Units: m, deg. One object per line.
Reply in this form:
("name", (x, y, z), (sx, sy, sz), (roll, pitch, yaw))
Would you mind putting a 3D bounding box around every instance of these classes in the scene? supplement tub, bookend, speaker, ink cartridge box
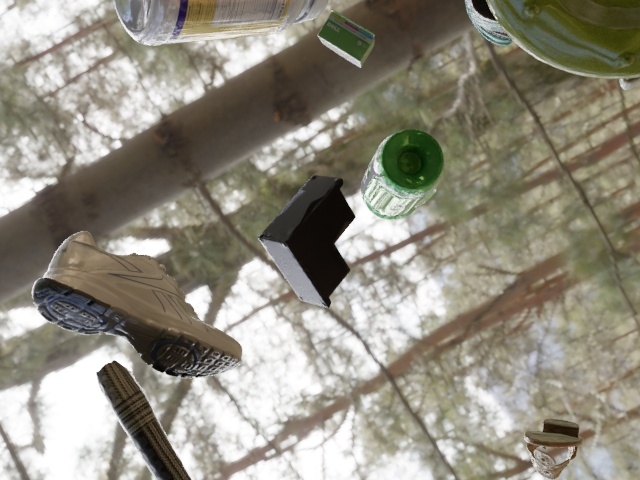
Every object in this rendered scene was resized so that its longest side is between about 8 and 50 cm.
("supplement tub", (-0.167, -0.463, 1.468), (0.241, 0.331, 0.241), (30, 126, 51))
("bookend", (0.000, 0.000, 1.458), (0.072, 0.157, 0.156), (12, 144, 46))
("speaker", (0.150, -0.118, 1.636), (0.131, 0.131, 0.296), (64, 173, 6))
("ink cartridge box", (0.057, -0.435, 1.876), (0.109, 0.062, 0.209), (32, -173, -1))

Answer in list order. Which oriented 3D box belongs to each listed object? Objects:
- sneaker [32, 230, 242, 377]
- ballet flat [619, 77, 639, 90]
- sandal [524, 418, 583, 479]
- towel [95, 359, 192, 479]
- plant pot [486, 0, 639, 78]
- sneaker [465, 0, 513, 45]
("sneaker", (-0.222, 0.084, 1.145), (0.297, 0.111, 0.129), (33, -136, -26))
("ballet flat", (0.726, -0.344, 1.891), (0.348, 0.123, 0.123), (51, -178, 19))
("sandal", (0.382, 0.348, 1.412), (0.240, 0.088, 0.079), (8, -93, -69))
("towel", (-0.209, 0.311, 1.203), (0.312, 0.056, 0.324), (57, 162, 5))
("plant pot", (0.264, -0.336, 0.767), (0.366, 0.366, 0.353), (59, -151, -37))
("sneaker", (0.376, -0.385, 1.456), (0.178, 0.296, 0.123), (-114, 32, -80))
